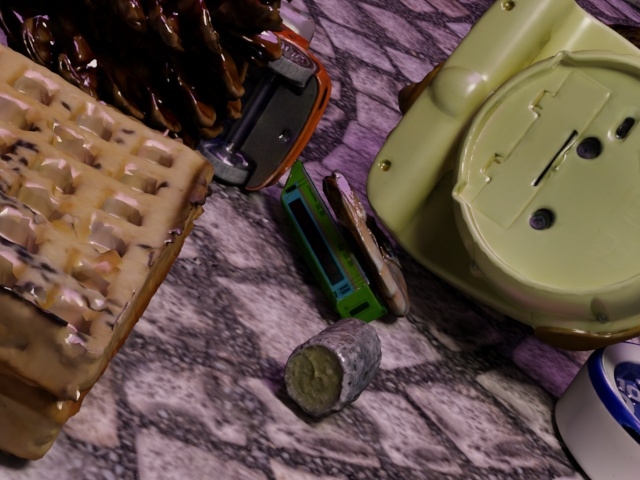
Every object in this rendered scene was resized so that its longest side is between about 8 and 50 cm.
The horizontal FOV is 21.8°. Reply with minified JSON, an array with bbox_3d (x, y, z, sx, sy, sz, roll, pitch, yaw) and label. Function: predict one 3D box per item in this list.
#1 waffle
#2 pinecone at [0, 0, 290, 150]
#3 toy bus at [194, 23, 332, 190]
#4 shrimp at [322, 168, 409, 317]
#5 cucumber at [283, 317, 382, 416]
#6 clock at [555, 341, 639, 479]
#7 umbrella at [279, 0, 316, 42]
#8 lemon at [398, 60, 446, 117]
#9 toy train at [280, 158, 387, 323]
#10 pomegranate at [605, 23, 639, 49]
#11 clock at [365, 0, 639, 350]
[{"bbox_3d":[-0.231,-0.023,1.156,0.261,0.114,0.376,33,22,-4],"label":"waffle"},{"bbox_3d":[-0.154,-0.187,1.432,0.243,0.257,0.243,55,-9,13],"label":"pinecone"},{"bbox_3d":[-0.126,-0.194,1.621,0.329,0.143,0.153,38,21,16],"label":"toy bus"},{"bbox_3d":[0.032,-0.017,1.537,0.148,0.035,0.195,57,4,-34],"label":"shrimp"},{"bbox_3d":[0.014,0.099,1.316,0.064,0.064,0.112,38,19,10],"label":"cucumber"},{"bbox_3d":[0.328,0.194,1.533,0.230,0.083,0.230,27,21,-11],"label":"clock"},{"bbox_3d":[-0.160,-0.295,1.877,0.337,0.067,0.073,27,65,-16],"label":"umbrella"},{"bbox_3d":[0.252,-0.081,1.735,0.316,0.285,0.285,55,22,-5],"label":"lemon"},{"bbox_3d":[0.000,0.000,1.521,0.044,0.042,0.209,59,1,-41],"label":"toy train"},{"bbox_3d":[0.406,-0.135,2.184,0.306,0.242,0.242,57,1,-43],"label":"pomegranate"},{"bbox_3d":[0.244,-0.049,1.522,0.348,0.286,0.117,36,-4,24],"label":"clock"}]
